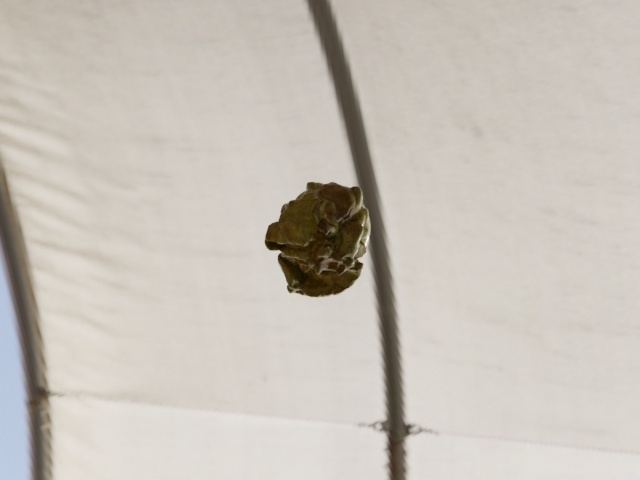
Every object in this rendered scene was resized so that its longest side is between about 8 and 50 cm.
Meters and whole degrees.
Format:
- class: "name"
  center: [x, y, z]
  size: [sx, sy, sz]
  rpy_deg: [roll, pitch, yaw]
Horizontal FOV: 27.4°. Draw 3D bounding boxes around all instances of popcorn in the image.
- class: "popcorn"
  center: [0.003, 0.001, 0.853]
  size: [0.059, 0.068, 0.083]
  rpy_deg: [30, -70, 40]
